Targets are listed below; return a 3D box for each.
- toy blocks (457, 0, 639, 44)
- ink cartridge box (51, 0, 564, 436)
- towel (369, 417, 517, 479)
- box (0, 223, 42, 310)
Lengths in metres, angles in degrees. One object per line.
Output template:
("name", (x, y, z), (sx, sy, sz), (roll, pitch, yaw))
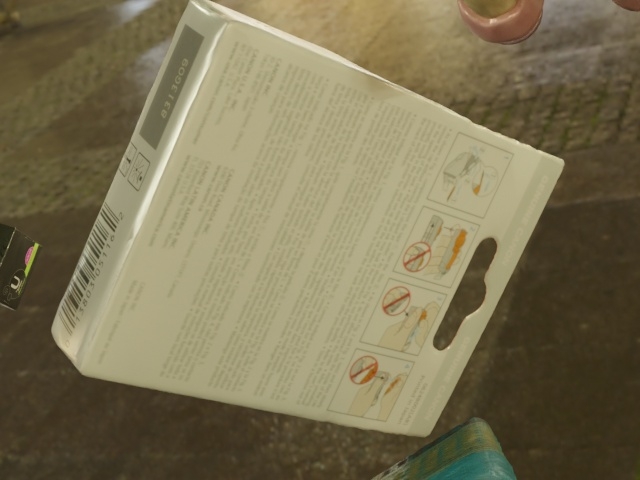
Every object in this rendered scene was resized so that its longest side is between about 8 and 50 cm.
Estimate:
("toy blocks", (0.230, -0.313, 0.873), (0.309, 0.289, 0.260), (-15, -7, 19))
("ink cartridge box", (0.000, 0.000, 1.019), (0.385, 0.308, 0.091), (17, 14, -36))
("towel", (0.009, 0.213, 0.774), (0.271, 0.040, 0.370), (-32, -6, 4))
("box", (-0.287, 0.015, 0.960), (0.083, 0.052, 0.062), (14, 76, 17))
